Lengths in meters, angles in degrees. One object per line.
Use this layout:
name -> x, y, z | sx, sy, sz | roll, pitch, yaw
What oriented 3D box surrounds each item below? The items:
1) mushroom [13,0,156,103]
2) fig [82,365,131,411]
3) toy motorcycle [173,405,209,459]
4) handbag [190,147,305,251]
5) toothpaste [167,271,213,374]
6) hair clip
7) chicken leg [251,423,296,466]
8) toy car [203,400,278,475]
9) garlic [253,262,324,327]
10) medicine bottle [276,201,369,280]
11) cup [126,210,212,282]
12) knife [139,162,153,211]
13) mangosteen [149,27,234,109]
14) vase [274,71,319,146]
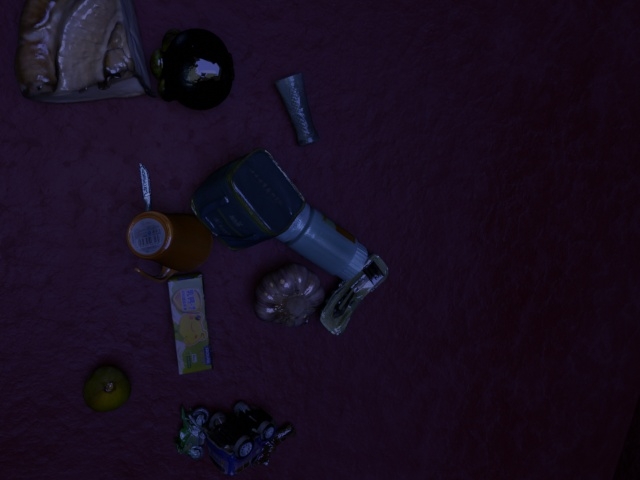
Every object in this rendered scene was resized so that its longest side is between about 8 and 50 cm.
mushroom -> -0.643, -0.576, 1.237 | 0.314, 0.224, 0.397 | -9, 96, -4
fig -> -0.658, 0.457, 1.445 | 0.136, 0.121, 0.153 | -6, 125, -24
toy motorcycle -> -0.438, 0.653, 1.586 | 0.106, 0.074, 0.190 | 8, 97, -12
handbag -> -0.221, -0.111, 1.407 | 0.263, 0.241, 0.222 | 52, 50, -17
toothpaste -> -0.421, 0.268, 1.516 | 0.110, 0.077, 0.327 | -7, 102, -17
hair clip -> 0.107, 0.186, 1.689 | 0.321, 0.091, 0.138 | -47, 112, -18
chicken leg -> -0.186, 0.728, 1.689 | 0.196, 0.080, 0.125 | -46, 121, -15
toy car -> -0.266, 0.669, 1.578 | 0.235, 0.172, 0.158 | -14, 117, -45
garlic -> -0.114, 0.179, 1.576 | 0.245, 0.160, 0.245 | -14, 125, -22
medicine bottle -> 0.000, 0.000, 1.577 | 0.318, 0.158, 0.158 | 35, 87, -21
cup -> -0.447, 0.017, 1.356 | 0.182, 0.264, 0.226 | 28, 89, 9
knife -> -0.532, -0.132, 1.437 | 0.028, 0.015, 0.210 | -5, 101, -13
mangosteen -> -0.363, -0.488, 1.338 | 0.243, 0.243, 0.243 | -4, 101, -19
vase -> -0.069, -0.419, 1.516 | 0.096, 0.096, 0.219 | -24, 110, -15
